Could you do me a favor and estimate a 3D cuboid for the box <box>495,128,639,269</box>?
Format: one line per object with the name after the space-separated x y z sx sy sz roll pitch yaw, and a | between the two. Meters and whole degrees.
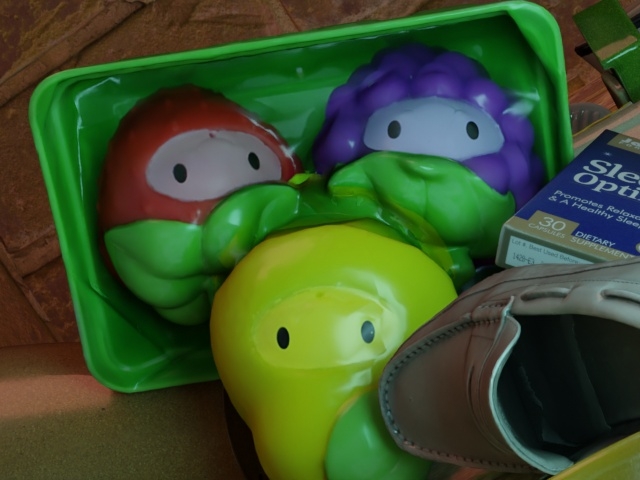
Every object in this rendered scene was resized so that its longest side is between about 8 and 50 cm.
0.221 -0.018 1.134 0.225 0.136 0.036 -37 -40 -54 | box

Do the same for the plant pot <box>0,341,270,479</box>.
-0.160 0.170 1.335 0.254 0.237 0.237 -17 9 20 | plant pot

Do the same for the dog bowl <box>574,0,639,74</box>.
0.476 -0.252 1.804 0.408 0.150 0.408 -34 3 2 | dog bowl

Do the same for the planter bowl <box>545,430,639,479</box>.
0.084 0.134 0.479 0.217 0.090 0.217 -32 4 2 | planter bowl

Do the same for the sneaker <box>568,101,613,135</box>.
0.152 -0.019 1.827 0.366 0.135 0.150 -25 -5 -7 | sneaker

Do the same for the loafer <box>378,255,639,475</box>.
0.120 0.068 0.905 0.111 0.112 0.319 -25 -1 -35 | loafer

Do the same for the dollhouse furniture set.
0.229 -0.035 1.434 0.197 0.151 0.301 -28 37 9 | dollhouse furniture set

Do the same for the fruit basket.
0.000 0.000 1.186 0.392 0.283 0.392 -8 22 3 | fruit basket
